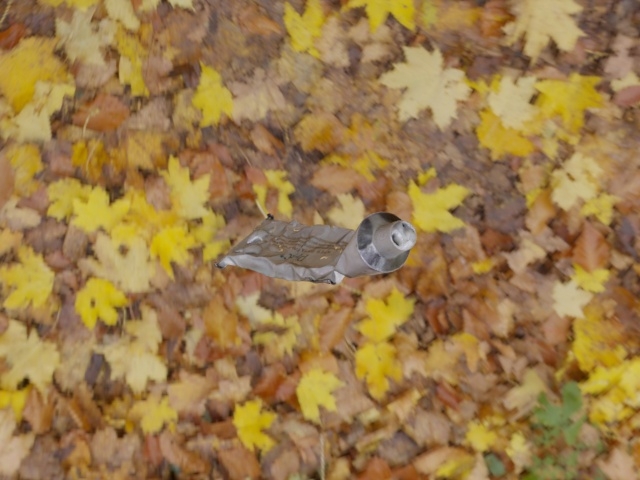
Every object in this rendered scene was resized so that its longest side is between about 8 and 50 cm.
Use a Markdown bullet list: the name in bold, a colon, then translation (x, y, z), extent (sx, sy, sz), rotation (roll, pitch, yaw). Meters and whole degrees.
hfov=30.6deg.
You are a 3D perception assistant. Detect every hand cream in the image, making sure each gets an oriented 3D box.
- **hand cream**: translation (0.002, 0.003, 1.042), extent (0.084, 0.257, 0.050), rotation (-46, 113, -28)
